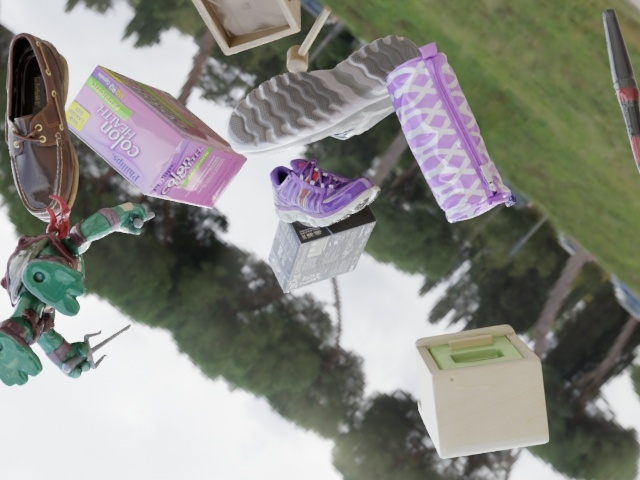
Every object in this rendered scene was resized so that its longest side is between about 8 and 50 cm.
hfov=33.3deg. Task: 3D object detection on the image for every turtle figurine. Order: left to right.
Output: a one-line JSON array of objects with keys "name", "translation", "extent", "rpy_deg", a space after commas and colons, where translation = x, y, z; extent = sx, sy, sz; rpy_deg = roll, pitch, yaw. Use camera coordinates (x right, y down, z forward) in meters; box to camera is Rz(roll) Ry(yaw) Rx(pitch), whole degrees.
[{"name": "turtle figurine", "translation": [-0.238, 0.044, 0.994], "extent": [0.118, 0.175, 0.234], "rpy_deg": [15, -168, -1]}]

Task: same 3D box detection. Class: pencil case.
[{"name": "pencil case", "translation": [0.149, -0.120, 1.253], "extent": [0.206, 0.086, 0.088], "rpy_deg": [63, 164, 5]}]

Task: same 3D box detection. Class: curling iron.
[{"name": "curling iron", "translation": [0.418, -0.192, 1.433], "extent": [0.068, 0.035, 0.274], "rpy_deg": [7, -120, -36]}]

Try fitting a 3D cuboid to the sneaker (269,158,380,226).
[{"name": "sneaker", "translation": [-0.006, -0.058, 1.184], "extent": [0.170, 0.068, 0.071], "rpy_deg": [3, 119, 51]}]

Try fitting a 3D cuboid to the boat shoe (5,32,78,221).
[{"name": "boat shoe", "translation": [-0.315, -0.126, 1.177], "extent": [0.073, 0.073, 0.207], "rpy_deg": [45, -145, -74]}]

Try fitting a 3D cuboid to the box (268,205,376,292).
[{"name": "box", "translation": [0.000, 0.000, 1.871], "extent": [0.147, 0.180, 0.077], "rpy_deg": [-18, -115, -21]}]

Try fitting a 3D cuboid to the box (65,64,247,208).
[{"name": "box", "translation": [-0.280, -0.173, 1.838], "extent": [0.213, 0.117, 0.243], "rpy_deg": [40, -169, 19]}]

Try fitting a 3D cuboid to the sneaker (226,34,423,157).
[{"name": "sneaker", "translation": [0.013, -0.161, 1.391], "extent": [0.105, 0.281, 0.115], "rpy_deg": [56, 160, 33]}]

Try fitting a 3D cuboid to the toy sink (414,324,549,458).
[{"name": "toy sink", "translation": [0.222, 0.205, 1.545], "extent": [0.234, 0.152, 0.131], "rpy_deg": [-102, 4, -82]}]

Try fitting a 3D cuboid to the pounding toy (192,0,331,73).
[{"name": "pounding toy", "translation": [-0.072, -0.353, 1.627], "extent": [0.206, 0.181, 0.094], "rpy_deg": [58, -158, -46]}]
